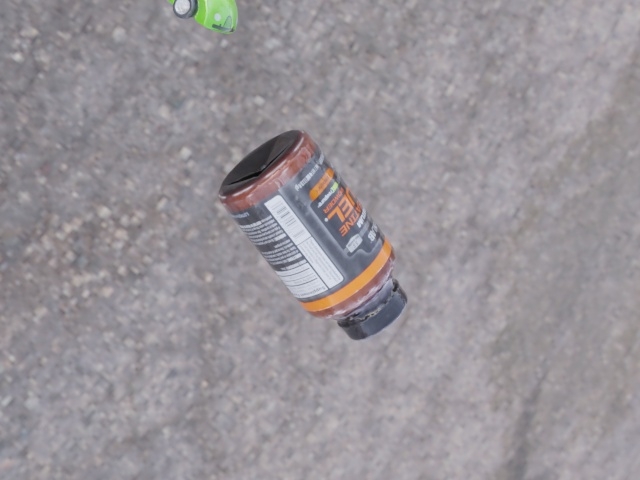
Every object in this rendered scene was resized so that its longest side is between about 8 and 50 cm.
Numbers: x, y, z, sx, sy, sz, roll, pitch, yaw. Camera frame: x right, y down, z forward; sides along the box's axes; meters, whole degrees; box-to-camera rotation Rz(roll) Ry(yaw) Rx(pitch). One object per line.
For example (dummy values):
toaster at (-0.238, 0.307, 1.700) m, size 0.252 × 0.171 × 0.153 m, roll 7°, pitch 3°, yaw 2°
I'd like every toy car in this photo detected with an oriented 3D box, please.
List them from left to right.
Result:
toy car at (-0.151, -0.255, 1.157) m, size 0.239 × 0.225 × 0.053 m, roll -4°, pitch 128°, yaw -61°

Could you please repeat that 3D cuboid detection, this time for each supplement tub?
supplement tub at (0.000, 0.000, 1.248) m, size 0.106 × 0.106 × 0.198 m, roll -45°, pitch 111°, yaw -18°
